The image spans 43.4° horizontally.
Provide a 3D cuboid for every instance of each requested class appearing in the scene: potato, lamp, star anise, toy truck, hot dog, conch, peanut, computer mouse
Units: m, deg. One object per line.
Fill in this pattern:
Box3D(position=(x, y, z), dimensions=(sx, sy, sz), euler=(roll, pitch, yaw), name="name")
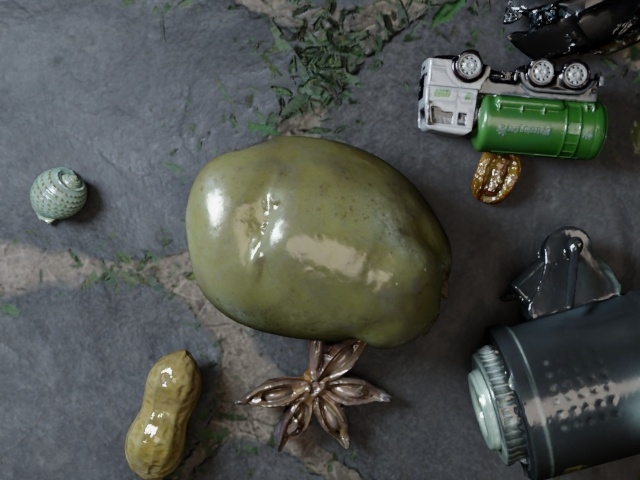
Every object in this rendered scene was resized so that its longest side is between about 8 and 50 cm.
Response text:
Box3D(position=(0.000, 0.000, 0.988), dimensions=(0.326, 0.221, 0.243), euler=(8, 58, -2), name="potato")
Box3D(position=(0.332, 0.195, 1.023), dimensions=(0.272, 0.205, 0.374), euler=(-35, 79, -1), name="lamp")
Box3D(position=(0.001, 0.203, 1.101), dimensions=(0.172, 0.063, 0.208), euler=(38, 92, -8), name="star anise")
Box3D(position=(0.246, -0.172, 1.034), dimensions=(0.242, 0.101, 0.125), euler=(6, 96, 0), name="toy truck")
Box3D(position=(0.234, -0.089, 1.077), dimensions=(0.058, 0.035, 0.083), euler=(21, 96, -5), name="hot dog")
Box3D(position=(-0.355, -0.061, 1.070), dimensions=(0.085, 0.056, 0.076), euler=(-43, 82, 4), name="conch")
Box3D(position=(-0.212, 0.237, 1.087), dimensions=(0.089, 0.089, 0.193), euler=(15, 97, -2), name="peanut")
Box3D(position=(0.353, -0.311, 1.032), dimensions=(0.241, 0.077, 0.146), euler=(-20, 95, 2), name="computer mouse")
